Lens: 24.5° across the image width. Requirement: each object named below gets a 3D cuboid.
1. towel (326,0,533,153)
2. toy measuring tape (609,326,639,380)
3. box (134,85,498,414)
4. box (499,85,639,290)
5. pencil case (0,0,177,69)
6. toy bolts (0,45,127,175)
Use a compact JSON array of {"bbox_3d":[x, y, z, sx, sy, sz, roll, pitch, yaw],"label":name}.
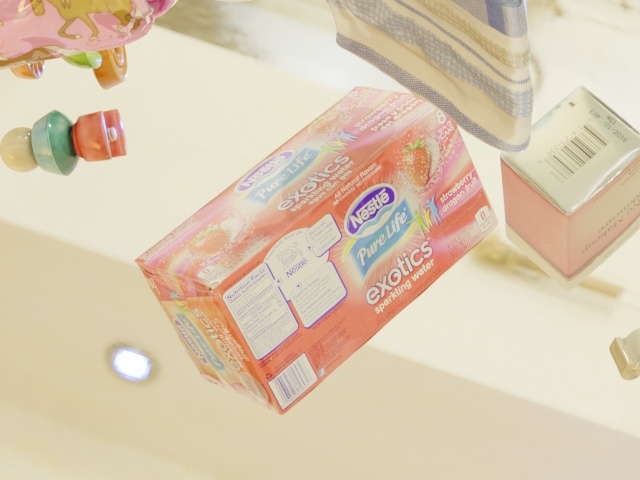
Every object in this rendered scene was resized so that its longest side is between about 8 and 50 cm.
[{"bbox_3d":[0.076,-0.172,1.154,0.034,0.209,0.285,-52,163,-9],"label":"towel"},{"bbox_3d":[0.417,0.047,1.277,0.330,0.121,0.121,-33,-172,17],"label":"toy measuring tape"},{"bbox_3d":[0.000,0.000,1.376,0.300,0.142,0.154,-40,121,-23],"label":"box"},{"bbox_3d":[0.328,-0.063,1.902,0.148,0.127,0.232,-41,155,-10],"label":"box"},{"bbox_3d":[-0.291,-0.165,0.970,0.167,0.386,0.160,66,7,-54],"label":"pencil case"},{"bbox_3d":[-0.352,-0.196,1.943,0.218,0.158,0.228,-11,92,-81],"label":"toy bolts"}]
